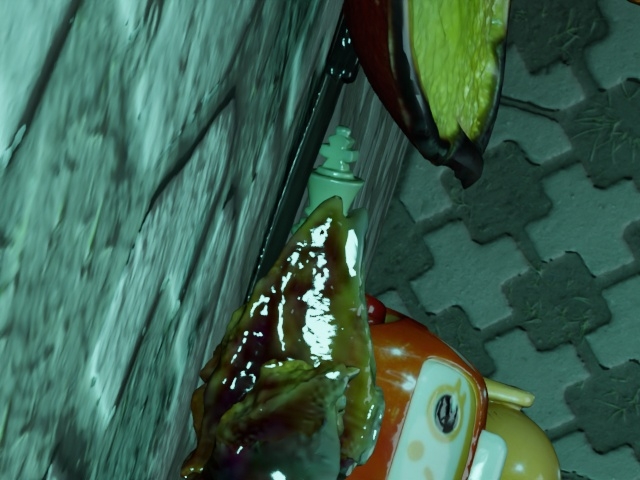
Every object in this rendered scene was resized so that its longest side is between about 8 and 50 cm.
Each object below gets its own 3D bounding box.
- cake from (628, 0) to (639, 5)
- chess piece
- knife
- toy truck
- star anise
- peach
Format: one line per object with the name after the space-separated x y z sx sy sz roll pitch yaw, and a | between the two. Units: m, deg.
0.227 -0.233 0.558 0.319 0.270 0.269 80 27 -52 | cake
0.000 0.000 1.032 0.059 0.059 0.149 -52 152 -80 | chess piece
0.000 -0.068 0.947 0.072 0.019 0.245 39 70 -85 | knife
0.063 0.153 1.173 0.265 0.239 0.189 81 25 -80 | toy truck
-0.040 0.119 0.650 0.288 0.088 0.288 -60 -172 15 | star anise
0.041 -0.157 0.758 0.189 0.068 0.279 -56 145 -61 | peach
